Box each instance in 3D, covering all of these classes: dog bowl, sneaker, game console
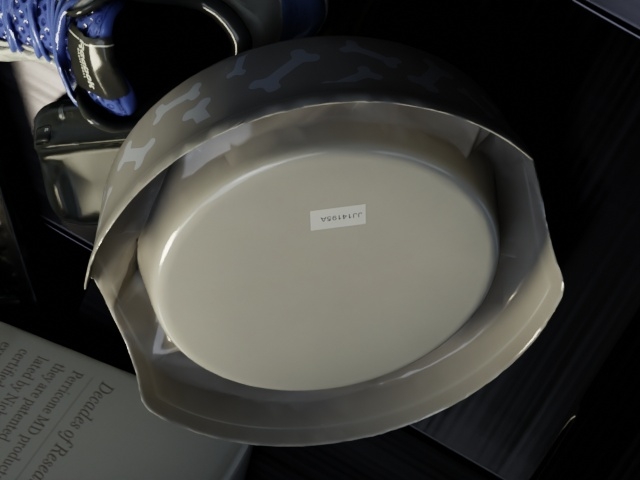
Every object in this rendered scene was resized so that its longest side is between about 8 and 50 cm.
[{"bbox_3d":[0.000,0.000,1.396,0.349,0.102,0.349,-7,136,-7],"label":"dog bowl"},{"bbox_3d":[-0.169,-0.168,1.409,0.315,0.182,0.127,6,116,17],"label":"sneaker"},{"bbox_3d":[-0.203,-0.047,1.566,0.361,0.044,0.213,-4,115,23],"label":"game console"}]

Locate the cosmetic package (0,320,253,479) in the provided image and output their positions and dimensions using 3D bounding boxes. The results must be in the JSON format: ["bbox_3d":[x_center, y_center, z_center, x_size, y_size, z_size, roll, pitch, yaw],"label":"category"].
[{"bbox_3d":[-0.309,0.287,1.588,0.394,0.327,0.329,21,129,9],"label":"cosmetic package"}]
